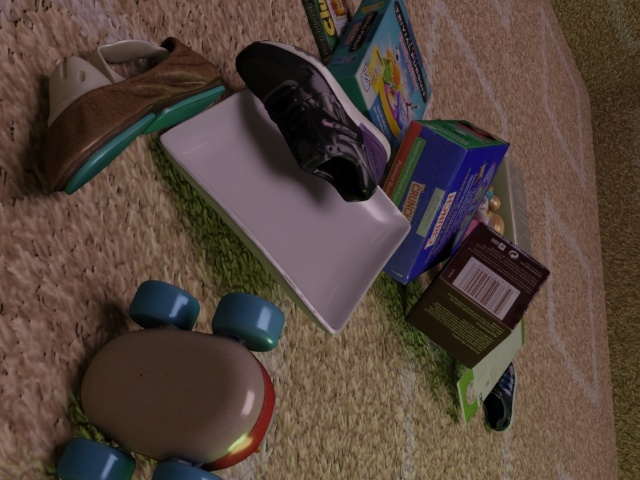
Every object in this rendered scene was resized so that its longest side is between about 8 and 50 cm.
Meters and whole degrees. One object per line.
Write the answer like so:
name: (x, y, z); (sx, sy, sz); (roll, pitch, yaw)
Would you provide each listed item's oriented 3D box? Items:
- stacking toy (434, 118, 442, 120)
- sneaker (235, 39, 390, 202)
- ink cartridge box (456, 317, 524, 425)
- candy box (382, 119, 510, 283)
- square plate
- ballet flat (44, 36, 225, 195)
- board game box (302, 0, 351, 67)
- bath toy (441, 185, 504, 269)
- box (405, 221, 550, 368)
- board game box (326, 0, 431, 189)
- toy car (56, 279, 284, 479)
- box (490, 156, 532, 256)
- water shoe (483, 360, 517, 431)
stacking toy: (0.268, -0.236, 1.791); (0.167, 0.052, 0.221); (48, 41, -41)
sneaker: (-0.012, -0.169, 1.110); (0.283, 0.107, 0.124); (38, 43, -19)
ink cartridge box: (0.339, 0.243, 1.659); (0.255, 0.097, 0.188); (-47, 143, -24)
candy box: (0.219, -0.085, 1.446); (0.317, 0.122, 0.268); (-19, 136, -63)
square plate: (-0.037, -0.067, 1.119); (0.344, 0.049, 0.347); (48, 35, -5)
ballet flat: (-0.230, -0.166, 0.878); (0.124, 0.116, 0.342); (49, 36, -8)
board game box: (0.011, -0.446, 1.456); (0.136, 0.030, 0.259); (-41, 114, -54)
bath toy: (0.347, 0.002, 1.780); (0.151, 0.129, 0.348); (25, 41, 0)
box: (0.300, 0.108, 1.478); (0.168, 0.203, 0.167); (37, 59, 7)
board game box: (0.120, -0.301, 1.494); (0.253, 0.079, 0.336); (64, 34, -37)
toy car: (-0.122, 0.198, 0.843); (0.238, 0.210, 0.219); (57, 44, -53)
box: (0.466, -0.045, 1.988); (0.148, 0.121, 0.311); (25, 59, -55)
water shoe: (0.427, 0.353, 1.827); (0.080, 0.073, 0.203); (24, 59, -52)
